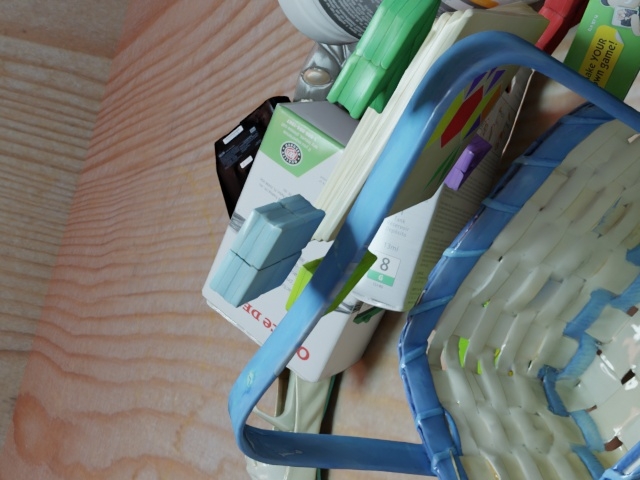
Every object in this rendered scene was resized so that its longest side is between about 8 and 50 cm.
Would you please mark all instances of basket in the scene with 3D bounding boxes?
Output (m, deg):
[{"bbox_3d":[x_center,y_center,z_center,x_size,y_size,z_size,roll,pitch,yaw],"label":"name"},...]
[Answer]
[{"bbox_3d":[0.123,0.039,0.528,0.255,0.289,0.201,-58,30,28],"label":"basket"}]

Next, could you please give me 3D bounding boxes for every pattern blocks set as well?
[{"bbox_3d":[0.062,-0.071,0.544,0.285,0.026,0.325,-56,-14,15],"label":"pattern blocks set"}]

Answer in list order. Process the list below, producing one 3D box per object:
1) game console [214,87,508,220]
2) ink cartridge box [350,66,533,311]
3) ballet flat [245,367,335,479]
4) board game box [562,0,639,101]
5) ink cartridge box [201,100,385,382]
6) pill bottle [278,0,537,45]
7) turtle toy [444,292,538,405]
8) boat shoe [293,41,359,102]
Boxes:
[{"bbox_3d":[0.038,-0.079,0.987,0.361,0.044,0.213,-33,78,35],"label":"game console"},{"bbox_3d":[0.101,-0.055,0.792,0.181,0.056,0.225,8,-81,-71],"label":"ink cartridge box"},{"bbox_3d":[-0.037,0.199,1.002,0.086,0.086,0.249,-23,54,58],"label":"ballet flat"},{"bbox_3d":[0.233,-0.255,0.534,0.213,0.046,0.317,-52,-16,-38],"label":"board game box"},{"bbox_3d":[0.000,0.000,0.941,0.160,0.092,0.219,36,117,23],"label":"ink cartridge box"},{"bbox_3d":[0.080,-0.256,0.838,0.278,0.162,0.162,0,74,58],"label":"pill bottle"},{"bbox_3d":[0.141,0.072,0.734,0.130,0.066,0.095,-22,72,56],"label":"turtle toy"},{"bbox_3d":[0.054,-0.212,1.067,0.116,0.123,0.324,-41,-32,-70],"label":"boat shoe"}]
